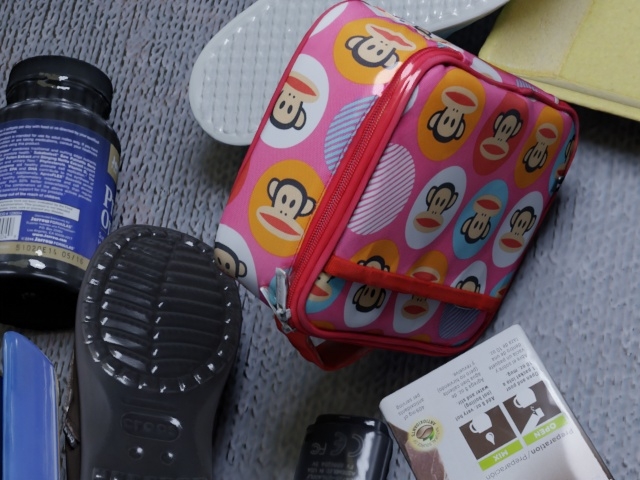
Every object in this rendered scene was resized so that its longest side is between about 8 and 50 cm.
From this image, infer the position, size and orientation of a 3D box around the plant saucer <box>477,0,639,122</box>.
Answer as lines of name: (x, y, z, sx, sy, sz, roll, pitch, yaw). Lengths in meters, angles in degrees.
plant saucer: (0.343, -0.209, 1.367, 0.333, 0.081, 0.333, 19, 71, 28)

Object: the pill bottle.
pill bottle: (-0.237, -0.044, 1.466, 0.122, 0.123, 0.219, -5, 62, 18)

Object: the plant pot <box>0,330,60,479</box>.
plant pot: (-0.291, 0.206, 1.219, 0.212, 0.236, 0.236, -1, 50, -10)

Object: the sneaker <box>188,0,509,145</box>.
sneaker: (0.057, -0.205, 1.416, 0.366, 0.150, 0.135, -29, 89, 14)

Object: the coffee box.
coffee box: (0.170, 0.228, 1.148, 0.119, 0.168, 0.297, -30, 57, 3)

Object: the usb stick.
usb stick: (-0.006, 0.264, 1.267, 0.077, 0.045, 0.278, 2, 64, 28)

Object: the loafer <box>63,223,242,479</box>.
loafer: (-0.150, 0.143, 1.328, 0.134, 0.130, 0.366, 18, 47, -14)

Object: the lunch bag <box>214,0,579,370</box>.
lunch bag: (0.052, -0.021, 1.241, 0.120, 0.293, 0.258, 33, 100, 31)
